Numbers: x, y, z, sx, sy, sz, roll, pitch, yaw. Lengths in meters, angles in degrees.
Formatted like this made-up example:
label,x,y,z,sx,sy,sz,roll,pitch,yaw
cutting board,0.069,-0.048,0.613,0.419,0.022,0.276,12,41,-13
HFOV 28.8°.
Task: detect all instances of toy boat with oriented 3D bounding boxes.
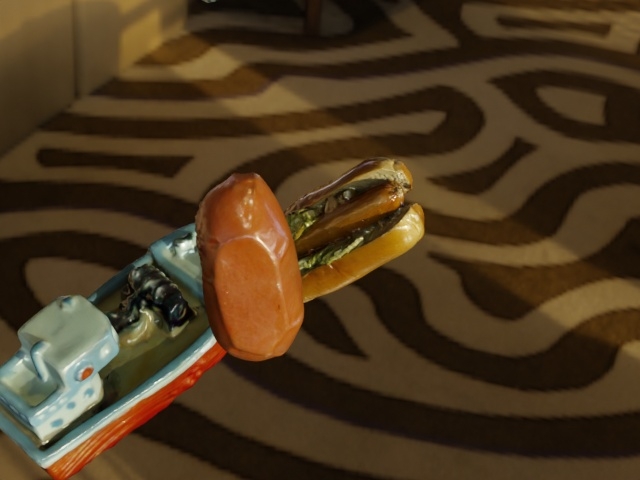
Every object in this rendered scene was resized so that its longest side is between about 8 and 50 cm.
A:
label,x,y,z,sx,sy,sz,roll,pitch,yaw
toy boat,-0.190,0.083,1.264,0.145,0.133,0.332,33,60,32

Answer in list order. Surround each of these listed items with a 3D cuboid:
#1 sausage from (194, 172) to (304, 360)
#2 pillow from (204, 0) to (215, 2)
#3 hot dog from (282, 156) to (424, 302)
label,x,y,z,sx,sy,sz,roll,pitch,yaw
sausage,-0.059,0.030,1.043,0.089,0.179,0.089,-8,28,4
pillow,-0.197,-0.555,2.190,0.233,0.214,0.086,48,25,16
hot dog,0.000,0.000,1.636,0.100,0.337,0.135,-12,79,-43
